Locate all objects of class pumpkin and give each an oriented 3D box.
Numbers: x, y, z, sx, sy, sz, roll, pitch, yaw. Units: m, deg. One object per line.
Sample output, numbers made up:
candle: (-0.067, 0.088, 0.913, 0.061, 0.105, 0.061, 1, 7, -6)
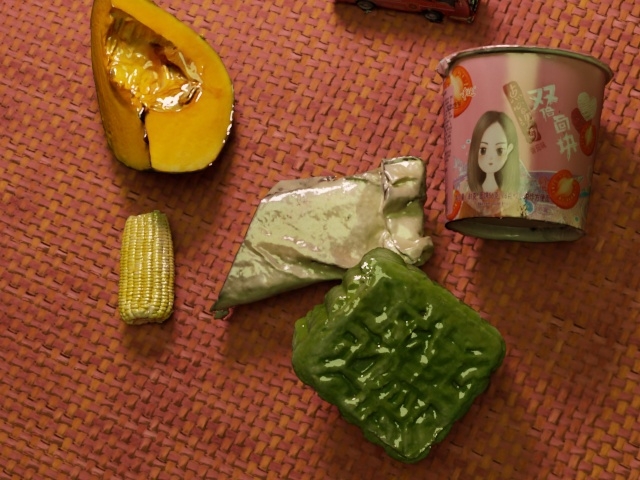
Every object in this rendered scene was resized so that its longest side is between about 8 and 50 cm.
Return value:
pumpkin: (-0.241, -0.229, 1.826, 0.169, 0.148, 0.312, -8, 79, -33)

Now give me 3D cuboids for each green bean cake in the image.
green bean cake: (0.098, 0.147, 1.611, 0.248, 0.125, 0.222, 39, 94, -3)

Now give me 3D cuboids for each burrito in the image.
burrito: (-0.004, -0.012, 1.719, 0.348, 0.107, 0.175, -16, 72, 7)

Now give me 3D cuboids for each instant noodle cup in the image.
instant noodle cup: (0.271, -0.125, 1.647, 0.243, 0.243, 0.231, 3, 81, 10)

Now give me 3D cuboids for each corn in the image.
corn: (-0.256, 0.040, 1.768, 0.085, 0.063, 0.165, -15, 69, 30)

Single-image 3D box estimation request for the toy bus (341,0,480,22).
toy bus: (0.122, -0.384, 1.808, 0.235, 0.096, 0.073, 10, 79, 13)
